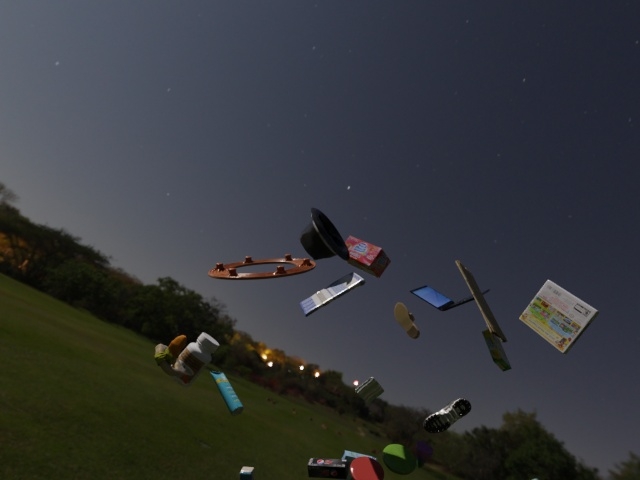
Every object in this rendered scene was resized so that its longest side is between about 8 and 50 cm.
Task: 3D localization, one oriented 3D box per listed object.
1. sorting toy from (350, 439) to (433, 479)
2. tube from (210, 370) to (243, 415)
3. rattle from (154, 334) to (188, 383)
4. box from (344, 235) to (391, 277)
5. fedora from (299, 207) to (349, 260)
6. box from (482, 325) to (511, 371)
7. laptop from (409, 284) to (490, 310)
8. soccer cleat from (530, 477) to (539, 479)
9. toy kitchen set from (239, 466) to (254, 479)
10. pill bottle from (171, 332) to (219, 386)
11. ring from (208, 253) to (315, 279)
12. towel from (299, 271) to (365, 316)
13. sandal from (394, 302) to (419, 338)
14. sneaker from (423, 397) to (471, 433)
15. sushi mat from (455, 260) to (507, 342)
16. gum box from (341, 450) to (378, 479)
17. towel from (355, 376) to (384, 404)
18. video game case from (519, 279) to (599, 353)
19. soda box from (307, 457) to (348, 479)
[{"bbox_3d":[0.266,0.865,1.496,0.366,0.126,0.127,-3,21,-30],"label":"sorting toy"},{"bbox_3d":[-0.384,0.618,1.639,0.207,0.052,0.080,44,0,37],"label":"tube"},{"bbox_3d":[-0.523,0.450,1.525,0.130,0.143,0.199,23,-27,52],"label":"rattle"},{"bbox_3d":[0.238,0.087,2.189,0.257,0.122,0.128,24,-19,47],"label":"box"},{"bbox_3d":[0.000,0.000,1.926,0.334,0.153,0.334,50,13,-16],"label":"fedora"},{"bbox_3d":[0.763,0.466,1.745,0.043,0.179,0.105,-32,-58,25],"label":"box"},{"bbox_3d":[0.574,0.222,1.764,0.264,0.136,0.234,-30,-14,30],"label":"laptop"},{"bbox_3d":[0.699,0.788,1.183,0.289,0.121,0.093,34,-4,-24],"label":"soccer cleat"},{"bbox_3d":[-0.251,1.050,1.658,0.207,0.122,0.166,-3,1,11],"label":"toy kitchen set"},{"bbox_3d":[-0.588,0.554,1.874,0.131,0.229,0.131,38,-11,8],"label":"pill bottle"},{"bbox_3d":[-0.183,0.079,1.270,0.337,0.032,0.336,-2,6,0],"label":"ring"},{"bbox_3d":[0.049,0.226,1.694,0.034,0.285,0.209,61,-7,-7],"label":"towel"},{"bbox_3d":[0.493,0.455,2.226,0.079,0.088,0.240,29,23,-36],"label":"sandal"},{"bbox_3d":[0.551,0.752,1.721,0.078,0.234,0.106,56,16,23],"label":"sneaker"},{"bbox_3d":[0.592,0.222,1.481,0.019,0.316,0.151,-33,-44,22],"label":"sushi mat"},{"bbox_3d":[0.192,1.216,2.134,0.185,0.156,0.041,18,12,-9],"label":"gum box"},{"bbox_3d":[0.247,0.746,1.977,0.152,0.113,0.023,54,-2,-36],"label":"towel"},{"bbox_3d":[0.943,0.300,1.597,0.026,0.206,0.227,20,17,-31],"label":"video game case"},{"bbox_3d":[0.032,0.980,1.719,0.169,0.060,0.053,-5,6,14],"label":"soda box"}]
